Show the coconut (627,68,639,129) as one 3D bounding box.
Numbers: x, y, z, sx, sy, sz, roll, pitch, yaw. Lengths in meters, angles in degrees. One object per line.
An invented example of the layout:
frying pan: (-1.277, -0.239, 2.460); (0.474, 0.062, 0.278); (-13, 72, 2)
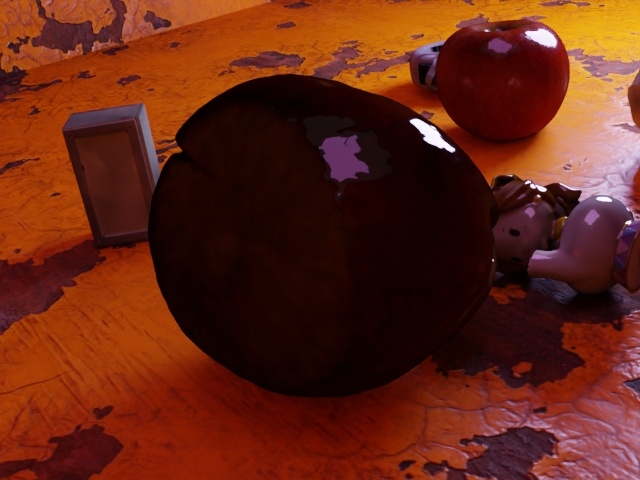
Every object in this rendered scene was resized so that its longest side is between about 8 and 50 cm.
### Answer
coconut: (0.657, -0.274, 1.512); (0.234, 0.224, 0.224); (-50, 31, 4)

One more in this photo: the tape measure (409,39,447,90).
tape measure: (0.305, -0.408, 2.025); (0.197, 0.120, 0.236); (-8, 23, 6)

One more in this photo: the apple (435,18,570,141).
apple: (0.360, -0.318, 1.721); (0.260, 0.217, 0.260); (-7, 26, 4)

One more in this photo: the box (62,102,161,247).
box: (-0.348, -0.111, 1.515); (0.129, 0.225, 0.086); (-9, 27, 0)

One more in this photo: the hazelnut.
hazelnut: (-0.001, 0.003, 1.065); (0.429, 0.402, 0.402); (10, 32, 34)

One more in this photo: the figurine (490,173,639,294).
figurine: (0.322, -0.011, 1.216); (0.263, 0.142, 0.189); (18, 38, 38)
